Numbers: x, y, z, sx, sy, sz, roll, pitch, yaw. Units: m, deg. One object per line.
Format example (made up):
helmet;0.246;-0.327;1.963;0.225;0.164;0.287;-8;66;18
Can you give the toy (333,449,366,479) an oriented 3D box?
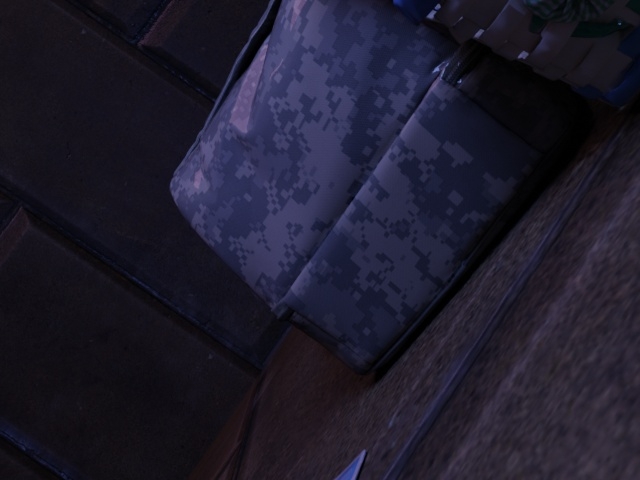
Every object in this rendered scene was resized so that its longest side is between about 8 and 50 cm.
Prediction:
toy;-0.058;0.222;0.398;0.137;0.056;0.237;-53;2;32

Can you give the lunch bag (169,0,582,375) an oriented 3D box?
lunch bag;0.032;-0.086;0.589;0.305;0.256;0.212;-55;1;30

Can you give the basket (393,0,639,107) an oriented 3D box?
basket;0.118;-0.237;0.375;0.255;0.289;0.201;-54;1;36
